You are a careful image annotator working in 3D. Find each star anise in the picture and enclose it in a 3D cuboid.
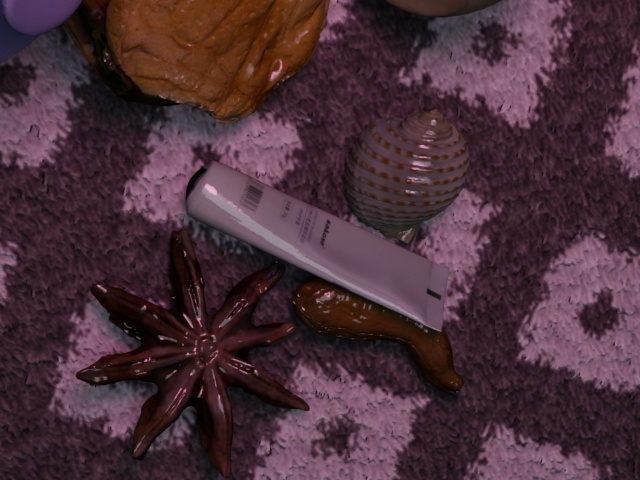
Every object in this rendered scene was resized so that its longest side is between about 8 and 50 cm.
[{"bbox_3d":[-0.131,0.124,1.382,0.288,0.088,0.288,1,86,-19],"label":"star anise"}]

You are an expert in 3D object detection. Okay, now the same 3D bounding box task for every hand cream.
[{"bbox_3d":[0.000,0.000,1.388,0.321,0.109,0.067,23,129,-8],"label":"hand cream"}]

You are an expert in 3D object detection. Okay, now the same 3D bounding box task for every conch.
[{"bbox_3d":[0.094,-0.077,1.392,0.135,0.102,0.153,23,93,4],"label":"conch"}]

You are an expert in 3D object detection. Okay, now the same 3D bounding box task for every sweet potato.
[{"bbox_3d":[0.074,0.098,1.426,0.233,0.062,0.081,26,100,-14],"label":"sweet potato"}]

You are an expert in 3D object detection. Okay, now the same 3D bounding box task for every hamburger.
[{"bbox_3d":[-0.131,-0.258,1.281,0.265,0.134,0.285,-46,144,-12],"label":"hamburger"}]

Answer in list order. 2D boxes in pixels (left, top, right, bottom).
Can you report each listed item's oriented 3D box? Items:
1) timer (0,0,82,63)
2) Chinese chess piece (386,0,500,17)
[{"bbox_3d":[-0.343,-0.313,1.115,0.395,0.173,0.395,-5,76,20],"label":"timer"},{"bbox_3d":[0.101,-0.395,1.232,0.146,0.349,0.349,-37,101,-21],"label":"Chinese chess piece"}]
